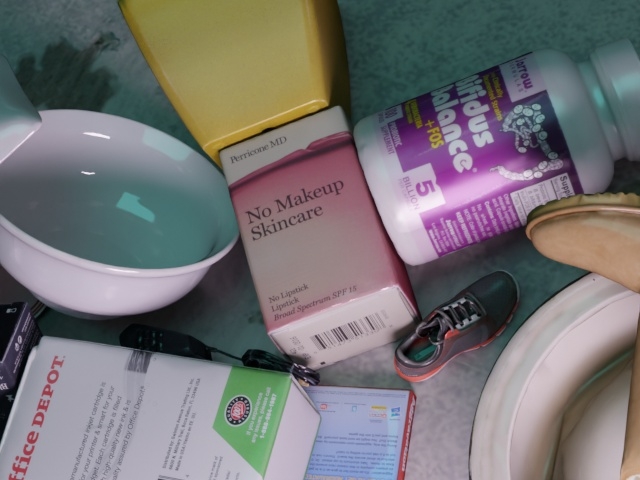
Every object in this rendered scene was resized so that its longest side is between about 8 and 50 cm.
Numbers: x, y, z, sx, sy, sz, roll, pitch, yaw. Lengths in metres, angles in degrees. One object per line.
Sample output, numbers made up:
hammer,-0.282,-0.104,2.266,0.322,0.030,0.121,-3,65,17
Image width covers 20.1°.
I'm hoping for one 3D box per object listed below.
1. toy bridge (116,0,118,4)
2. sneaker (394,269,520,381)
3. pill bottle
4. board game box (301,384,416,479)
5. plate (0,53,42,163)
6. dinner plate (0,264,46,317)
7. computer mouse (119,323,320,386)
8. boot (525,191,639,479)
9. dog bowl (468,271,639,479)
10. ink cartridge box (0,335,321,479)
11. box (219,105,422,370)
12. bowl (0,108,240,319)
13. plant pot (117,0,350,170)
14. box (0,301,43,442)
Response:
toy bridge,-0.166,-0.333,2.193,0.188,0.026,0.063,-33,58,0
sneaker,0.141,0.087,1.859,0.158,0.065,0.061,-42,70,-2
pill bottle,0.200,-0.100,1.877,0.301,0.169,0.169,-22,60,7
board game box,-0.047,0.219,1.882,0.281,0.027,0.145,2,64,19
plate,-0.434,-0.086,1.930,0.277,0.045,0.278,-42,27,1
dinner plate,-0.363,0.047,2.075,0.141,0.017,0.141,-7,64,14
computer mouse,-0.112,0.132,1.913,0.242,0.071,0.041,9,70,29
boot,0.293,0.093,1.629,0.236,0.089,0.269,0,66,18
dog bowl,0.352,0.218,1.683,0.408,0.150,0.408,-8,62,15
ink cartridge box,-0.171,0.229,1.830,0.289,0.121,0.211,8,68,21
box,0.000,0.000,1.916,0.148,0.127,0.232,-21,61,7
bowl,-0.245,-0.007,1.962,0.298,0.134,0.298,14,32,-9
plant pot,-0.073,-0.188,1.998,0.212,0.212,0.187,-21,70,7
box,-0.369,0.155,1.932,0.156,0.158,0.093,-5,42,17
